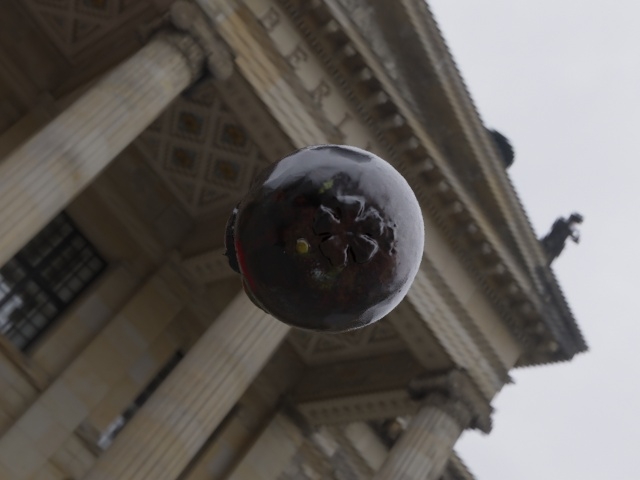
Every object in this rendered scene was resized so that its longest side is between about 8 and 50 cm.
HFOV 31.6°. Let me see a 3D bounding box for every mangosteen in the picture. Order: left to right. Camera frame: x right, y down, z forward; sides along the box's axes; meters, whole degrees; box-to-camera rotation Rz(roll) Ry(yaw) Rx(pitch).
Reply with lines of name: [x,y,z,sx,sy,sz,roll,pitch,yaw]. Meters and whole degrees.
mangosteen: [0.006,0.003,0.973,0.172,0.172,0.184,31,-15,11]
